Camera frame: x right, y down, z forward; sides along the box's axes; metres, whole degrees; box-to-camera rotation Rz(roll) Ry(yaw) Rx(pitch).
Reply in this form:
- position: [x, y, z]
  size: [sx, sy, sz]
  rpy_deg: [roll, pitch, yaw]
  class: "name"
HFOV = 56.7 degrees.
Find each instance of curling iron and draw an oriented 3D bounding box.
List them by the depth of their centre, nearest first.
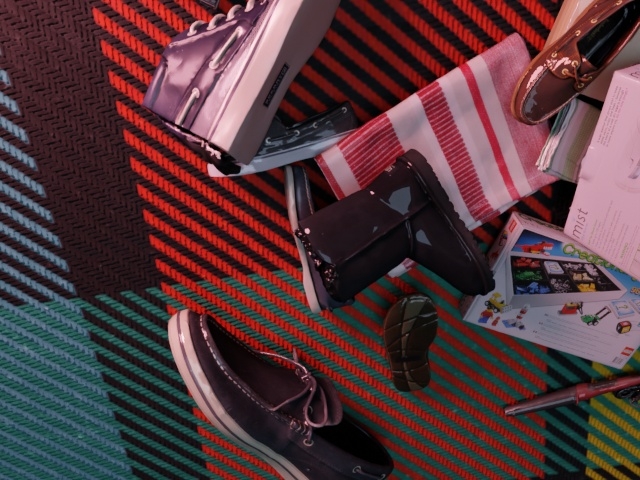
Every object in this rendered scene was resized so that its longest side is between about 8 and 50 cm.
- position: [0.471, 0.290, 1.075]
  size: [0.274, 0.035, 0.068]
  rpy_deg: [-11, 112, 1]
  class: "curling iron"

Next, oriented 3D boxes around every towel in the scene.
- position: [0.186, -0.110, 0.862]
  size: [0.329, 0.037, 0.237]
  rpy_deg: [-31, 117, 1]
  class: "towel"
- position: [0.394, -0.137, 0.874]
  size: [0.152, 0.023, 0.113]
  rpy_deg: [13, 104, -29]
  class: "towel"

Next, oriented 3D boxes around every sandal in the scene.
- position: [0.152, 0.168, 1.000]
  size: [0.090, 0.060, 0.219]
  rpy_deg: [-7, 127, 6]
  class: "sandal"

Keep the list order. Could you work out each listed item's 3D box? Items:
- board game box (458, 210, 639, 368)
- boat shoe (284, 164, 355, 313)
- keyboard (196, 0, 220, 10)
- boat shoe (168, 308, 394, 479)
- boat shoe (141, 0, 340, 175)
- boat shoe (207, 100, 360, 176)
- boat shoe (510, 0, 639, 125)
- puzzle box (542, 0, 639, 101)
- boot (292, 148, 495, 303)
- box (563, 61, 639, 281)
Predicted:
- position: [0.407, 0.088, 0.969]
  size: [0.305, 0.053, 0.193]
  rpy_deg: [18, 117, -10]
  class: "board game box"
- position: [0.000, 0.000, 0.899]
  size: [0.079, 0.095, 0.255]
  rpy_deg: [-11, 113, 3]
  class: "boat shoe"
- position: [-0.093, -0.452, 0.747]
  size: [0.201, 0.033, 0.317]
  rpy_deg: [23, 110, -9]
  class: "keyboard"
- position: [-0.051, 0.271, 0.964]
  size: [0.156, 0.187, 0.500]
  rpy_deg: [-37, 114, 6]
  class: "boat shoe"
- position: [-0.101, -0.268, 0.774]
  size: [0.158, 0.127, 0.340]
  rpy_deg: [30, 90, 12]
  class: "boat shoe"
- position: [-0.055, -0.149, 0.847]
  size: [0.228, 0.080, 0.076]
  rpy_deg: [-13, 106, 1]
  class: "boat shoe"
- position: [0.337, -0.238, 0.779]
  size: [0.073, 0.073, 0.207]
  rpy_deg: [31, 107, -19]
  class: "boat shoe"
- position: [0.499, -0.375, 0.802]
  size: [0.272, 0.052, 0.409]
  rpy_deg: [16, 110, -9]
  class: "puzzle box"
- position: [0.102, 0.025, 0.824]
  size: [0.207, 0.094, 0.246]
  rpy_deg: [-35, 108, -3]
  class: "boot"
- position: [0.474, -0.071, 0.775]
  size: [0.126, 0.231, 0.262]
  rpy_deg: [-20, 131, -24]
  class: "box"
